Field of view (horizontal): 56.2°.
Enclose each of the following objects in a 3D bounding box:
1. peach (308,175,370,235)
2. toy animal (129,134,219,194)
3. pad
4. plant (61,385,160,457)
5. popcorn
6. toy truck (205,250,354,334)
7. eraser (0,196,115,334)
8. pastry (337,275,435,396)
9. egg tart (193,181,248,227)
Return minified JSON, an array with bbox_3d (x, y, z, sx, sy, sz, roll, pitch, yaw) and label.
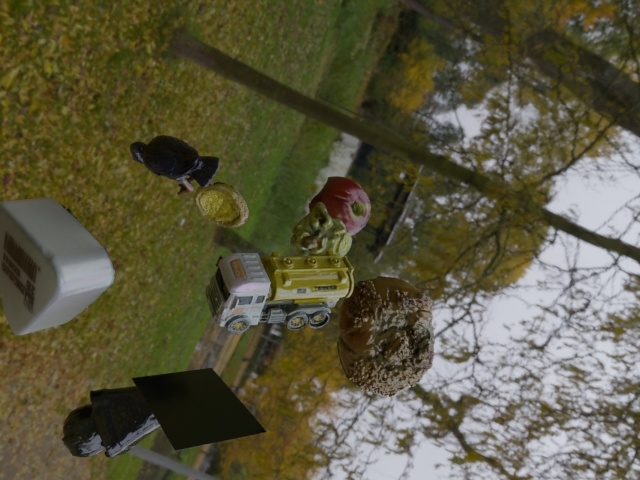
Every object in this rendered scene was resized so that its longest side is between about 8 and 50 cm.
[{"bbox_3d":[0.039,-0.102,1.843,0.226,0.196,0.190,7,-83,49],"label":"peach"},{"bbox_3d":[-0.407,-0.215,1.672,0.298,0.185,0.122,12,-118,45],"label":"toy animal"},{"bbox_3d":[-0.224,0.297,1.088,0.245,0.170,0.006,27,-67,52],"label":"pad"},{"bbox_3d":[-0.492,0.434,1.456,0.142,0.255,0.165,114,-42,-74],"label":"plant"},{"bbox_3d":[0.000,0.000,1.361,0.135,0.141,0.163,137,-43,-68],"label":"popcorn"},{"bbox_3d":[-0.062,0.072,0.960,0.098,0.226,0.114,60,-40,41],"label":"toy truck"},{"bbox_3d":[-0.635,0.066,1.424,0.149,0.331,0.332,-14,136,-53],"label":"eraser"},{"bbox_3d":[0.168,0.248,1.531,0.162,0.254,0.311,31,55,-89],"label":"pastry"},{"bbox_3d":[-0.312,-0.120,1.929,0.074,0.191,0.191,-61,178,-43],"label":"egg tart"}]
